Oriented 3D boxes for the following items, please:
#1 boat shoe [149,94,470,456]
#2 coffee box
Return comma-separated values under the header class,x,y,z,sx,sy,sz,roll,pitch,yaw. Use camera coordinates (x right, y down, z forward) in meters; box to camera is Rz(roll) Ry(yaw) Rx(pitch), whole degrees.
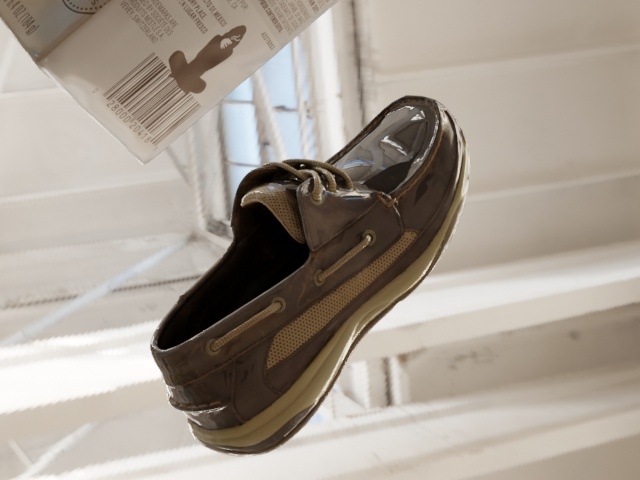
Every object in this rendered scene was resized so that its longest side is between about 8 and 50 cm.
class,x,y,z,sx,sy,sz,roll,pitch,yaw
boat shoe,0.000,0.000,0.887,0.355,0.132,0.130,-56,-50,-27
coffee box,-0.037,-0.173,0.488,0.246,0.141,0.098,-41,-29,0
